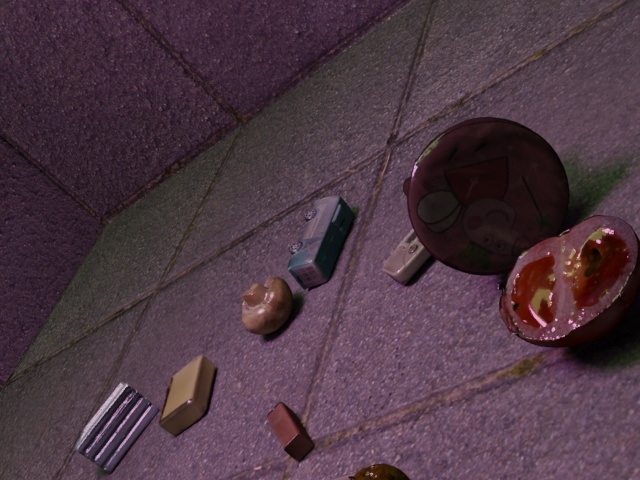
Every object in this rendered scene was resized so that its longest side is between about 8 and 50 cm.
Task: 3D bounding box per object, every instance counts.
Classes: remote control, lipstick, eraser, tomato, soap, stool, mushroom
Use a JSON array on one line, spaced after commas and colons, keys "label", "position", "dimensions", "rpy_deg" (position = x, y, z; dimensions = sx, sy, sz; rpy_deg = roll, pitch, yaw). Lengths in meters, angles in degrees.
[{"label": "remote control", "position": [0.221, -0.010, 1.840], "dimensions": [0.230, 0.049, 0.090], "rpy_deg": [-49, 21, -5]}, {"label": "lipstick", "position": [-0.059, 0.355, 1.713], "dimensions": [0.045, 0.045, 0.145], "rpy_deg": [-45, 20, -2]}, {"label": "eraser", "position": [-0.311, 0.362, 2.147], "dimensions": [0.117, 0.058, 0.172], "rpy_deg": [-37, 23, 22]}, {"label": "tomato", "position": [0.375, 0.080, 1.313], "dimensions": [0.228, 0.112, 0.199], "rpy_deg": [-26, 37, 40]}, {"label": "soap", "position": [-0.506, 0.461, 2.260], "dimensions": [0.198, 0.114, 0.063], "rpy_deg": [-52, 21, -19]}, {"label": "stool", "position": [0.282, -0.082, 1.610], "dimensions": [0.272, 0.272, 0.178], "rpy_deg": [-44, 6, 6]}, {"label": "mushroom", "position": [-0.125, 0.150, 2.112], "dimensions": [0.148, 0.112, 0.148], "rpy_deg": [-33, 18, 12]}]

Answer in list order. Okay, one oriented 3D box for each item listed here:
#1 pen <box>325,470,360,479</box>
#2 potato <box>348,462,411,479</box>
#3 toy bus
[{"label": "pen", "position": [0.042, 0.396, 1.474], "dimensions": [0.233, 0.040, 0.032], "rpy_deg": [-30, 26, 46]}, {"label": "potato", "position": [0.074, 0.400, 1.289], "dimensions": [0.176, 0.137, 0.137], "rpy_deg": [-60, 14, 28]}, {"label": "toy bus", "position": [0.000, 0.000, 2.190], "dimensions": [0.109, 0.091, 0.261], "rpy_deg": [-16, 36, 34]}]
